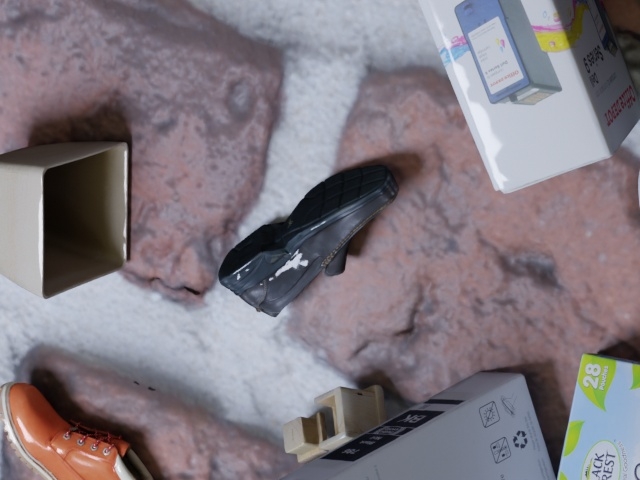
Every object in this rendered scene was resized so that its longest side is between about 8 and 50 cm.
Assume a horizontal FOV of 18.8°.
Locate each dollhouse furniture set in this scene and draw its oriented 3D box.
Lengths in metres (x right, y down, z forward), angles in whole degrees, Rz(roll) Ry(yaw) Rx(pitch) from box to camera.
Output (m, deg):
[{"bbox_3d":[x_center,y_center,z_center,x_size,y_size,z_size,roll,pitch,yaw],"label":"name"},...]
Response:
[{"bbox_3d":[0.003,0.222,1.584,0.182,0.101,0.161,-29,58,43],"label":"dollhouse furniture set"}]

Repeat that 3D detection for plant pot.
[{"bbox_3d":[-0.227,-0.026,1.568,0.096,0.109,0.109,13,110,29],"label":"plant pot"}]

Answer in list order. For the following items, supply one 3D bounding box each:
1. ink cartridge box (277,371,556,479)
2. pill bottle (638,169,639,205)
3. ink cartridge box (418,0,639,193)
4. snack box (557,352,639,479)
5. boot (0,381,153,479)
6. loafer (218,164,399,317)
[{"bbox_3d":[0.041,0.233,1.430,0.065,0.333,0.165,-3,106,53],"label":"ink cartridge box"},{"bbox_3d":[0.362,-0.034,1.316,0.265,0.153,0.153,-18,99,24],"label":"pill bottle"},{"bbox_3d":[0.141,-0.156,1.361,0.093,0.154,0.212,-18,98,22],"label":"ink cartridge box"},{"bbox_3d":[0.281,0.187,1.432,0.207,0.070,0.174,10,89,18],"label":"snack box"},{"bbox_3d":[-0.206,0.174,1.645,0.085,0.059,0.158,-32,101,22],"label":"boot"},{"bbox_3d":[0.000,0.000,1.520,0.170,0.062,0.061,-32,115,29],"label":"loafer"}]
